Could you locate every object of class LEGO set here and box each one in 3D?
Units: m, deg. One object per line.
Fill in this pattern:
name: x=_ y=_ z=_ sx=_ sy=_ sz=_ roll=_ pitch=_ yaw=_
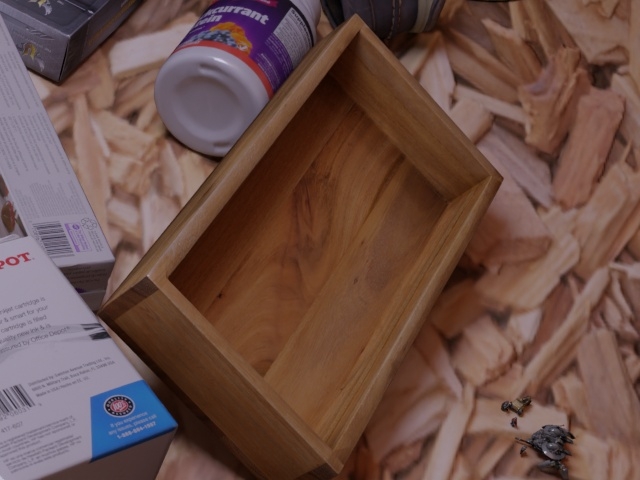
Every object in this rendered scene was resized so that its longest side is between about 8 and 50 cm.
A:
LEGO set: x=0.181 y=0.156 z=1.439 sx=0.083 sy=0.023 sz=0.054 roll=43 pitch=45 yaw=20

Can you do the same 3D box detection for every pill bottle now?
pill bottle: x=-0.067 y=-0.170 z=1.604 sx=0.108 sy=0.108 sz=0.193 roll=26 pitch=41 yaw=3

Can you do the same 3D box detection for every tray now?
tray: x=0.000 y=0.000 z=1.433 sx=0.203 sy=0.076 sz=0.411 roll=47 pitch=39 yaw=-11

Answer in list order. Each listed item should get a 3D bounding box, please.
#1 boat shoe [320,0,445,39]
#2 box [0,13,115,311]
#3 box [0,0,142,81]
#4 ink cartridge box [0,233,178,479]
boat shoe: x=-0.002 y=-0.349 z=1.788 sx=0.130 sy=0.132 sz=0.355 roll=-20 pitch=62 yaw=-21
box: x=-0.256 y=-0.074 z=1.452 sx=0.067 sy=0.063 sz=0.324 roll=-6 pitch=49 yaw=-31
box: x=-0.291 y=-0.258 z=1.633 sx=0.231 sy=0.056 sz=0.183 roll=27 pitch=41 yaw=6
ink cartridge box: x=-0.223 y=0.106 z=1.259 sx=0.148 sy=0.086 sz=0.203 roll=-18 pitch=55 yaw=-38
